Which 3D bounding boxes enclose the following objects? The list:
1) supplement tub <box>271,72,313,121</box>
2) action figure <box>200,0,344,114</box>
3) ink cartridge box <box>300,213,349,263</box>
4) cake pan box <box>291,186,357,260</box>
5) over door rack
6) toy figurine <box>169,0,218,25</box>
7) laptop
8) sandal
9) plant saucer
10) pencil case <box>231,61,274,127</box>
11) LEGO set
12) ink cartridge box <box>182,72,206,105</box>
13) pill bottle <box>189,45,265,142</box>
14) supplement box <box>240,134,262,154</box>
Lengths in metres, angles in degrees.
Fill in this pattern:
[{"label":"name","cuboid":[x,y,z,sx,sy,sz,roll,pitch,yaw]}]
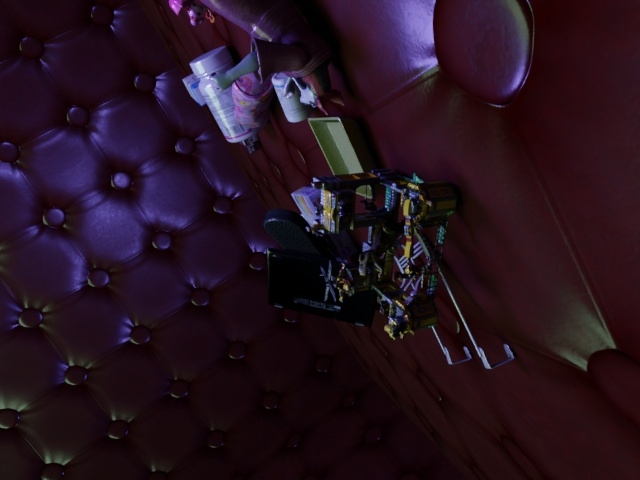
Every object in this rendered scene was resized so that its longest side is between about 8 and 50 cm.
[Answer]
[{"label":"supplement tub","cuboid":[-0.064,-0.342,0.960,0.071,0.071,0.107,47,166,46]},{"label":"action figure","cuboid":[-0.075,-0.392,0.735,0.370,0.276,0.248,44,-149,-9]},{"label":"ink cartridge box","cuboid":[0.000,0.000,1.713,0.275,0.060,0.239,58,171,-6]},{"label":"cake pan box","cuboid":[0.012,-0.065,1.449,0.266,0.070,0.246,60,171,-18]},{"label":"over door rack","cuboid":[0.241,0.151,0.912,0.324,0.108,0.239,55,170,11]},{"label":"toy figurine","cuboid":[-0.289,-0.594,1.007,0.130,0.159,0.173,43,163,55]},{"label":"laptop","cuboid":[0.023,0.158,1.504,0.236,0.382,0.407,-68,-15,-51]},{"label":"sandal","cuboid":[-0.042,0.004,1.365,0.168,0.106,0.445,3,153,18]},{"label":"plant saucer","cuboid":[0.060,-0.193,0.899,0.188,0.045,0.188,61,169,-24]},{"label":"pencil case","cuboid":[-0.204,-0.429,1.219,0.124,0.124,0.284,58,171,-5]},{"label":"LEGO set","cuboid":[0.083,0.019,0.735,0.255,0.192,0.331,-128,36,-51]},{"label":"ink cartridge box","cuboid":[-0.483,-0.661,1.735,0.203,0.148,0.085,45,165,48]},{"label":"pill bottle","cuboid":[-0.315,-0.498,1.407,0.160,0.160,0.283,43,162,54]},{"label":"supplement box","cuboid":[-0.361,-0.511,1.831,0.239,0.073,0.130,51,167,28]}]
